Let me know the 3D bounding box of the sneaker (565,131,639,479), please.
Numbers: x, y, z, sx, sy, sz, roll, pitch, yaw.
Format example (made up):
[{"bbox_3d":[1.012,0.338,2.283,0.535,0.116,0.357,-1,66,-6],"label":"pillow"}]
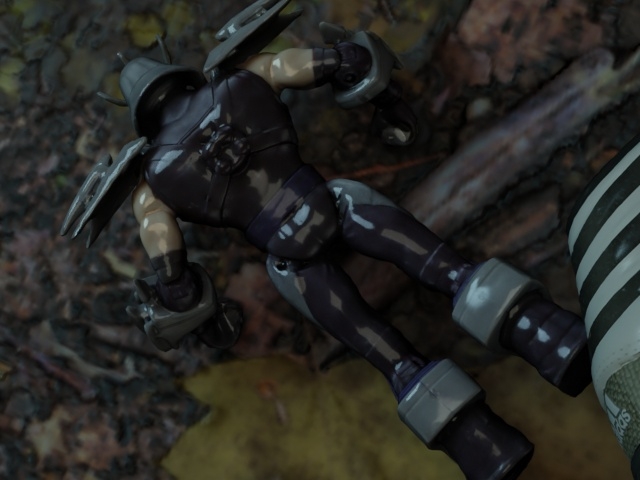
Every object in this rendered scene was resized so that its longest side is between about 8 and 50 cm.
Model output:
[{"bbox_3d":[0.321,-0.008,0.760,0.447,0.169,0.257,-7,59,-11],"label":"sneaker"}]

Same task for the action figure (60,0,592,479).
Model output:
[{"bbox_3d":[0.000,0.000,0.847,0.285,0.099,0.185,41,98,14],"label":"action figure"}]
